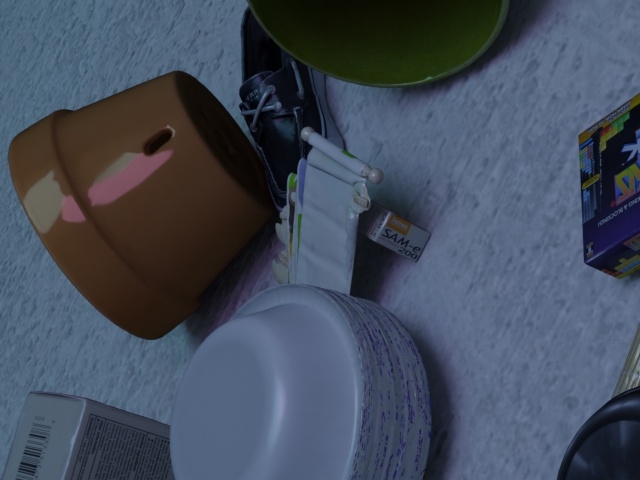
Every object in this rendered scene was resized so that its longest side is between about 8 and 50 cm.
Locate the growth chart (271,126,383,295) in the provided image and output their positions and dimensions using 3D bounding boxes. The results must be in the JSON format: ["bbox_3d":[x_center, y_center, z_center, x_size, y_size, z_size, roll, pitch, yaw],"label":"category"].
[{"bbox_3d":[0.000,0.000,1.534,0.172,0.021,0.237,43,133,48],"label":"growth chart"}]

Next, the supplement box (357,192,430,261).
[{"bbox_3d":[0.059,-0.018,1.518,0.098,0.062,0.036,32,95,54],"label":"supplement box"}]

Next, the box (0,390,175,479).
[{"bbox_3d":[-0.204,0.261,1.537,0.127,0.232,0.148,-1,69,51],"label":"box"}]

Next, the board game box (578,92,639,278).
[{"bbox_3d":[0.294,-0.066,1.242,0.170,0.048,0.141,-38,37,45],"label":"board game box"}]

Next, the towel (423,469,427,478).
[{"bbox_3d":[0.019,0.196,1.467,0.102,0.021,0.237,-56,40,14],"label":"towel"}]

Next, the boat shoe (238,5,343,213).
[{"bbox_3d":[-0.048,-0.155,1.692,0.108,0.102,0.301,-32,47,36],"label":"boat shoe"}]

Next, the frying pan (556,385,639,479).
[{"bbox_3d":[0.285,0.157,1.131,0.326,0.053,0.197,-60,39,22],"label":"frying pan"}]

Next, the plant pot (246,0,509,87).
[{"bbox_3d":[0.081,-0.361,1.556,0.275,0.275,0.293,-28,34,39],"label":"plant pot"}]

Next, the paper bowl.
[{"bbox_3d":[-0.039,0.181,1.412,0.284,0.148,0.284,-23,60,47],"label":"paper bowl"}]

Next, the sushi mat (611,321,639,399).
[{"bbox_3d":[0.343,0.004,1.195,0.151,0.019,0.316,13,80,52],"label":"sushi mat"}]

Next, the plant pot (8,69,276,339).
[{"bbox_3d":[-0.187,-0.058,1.689,0.203,0.291,0.290,-33,45,13],"label":"plant pot"}]
